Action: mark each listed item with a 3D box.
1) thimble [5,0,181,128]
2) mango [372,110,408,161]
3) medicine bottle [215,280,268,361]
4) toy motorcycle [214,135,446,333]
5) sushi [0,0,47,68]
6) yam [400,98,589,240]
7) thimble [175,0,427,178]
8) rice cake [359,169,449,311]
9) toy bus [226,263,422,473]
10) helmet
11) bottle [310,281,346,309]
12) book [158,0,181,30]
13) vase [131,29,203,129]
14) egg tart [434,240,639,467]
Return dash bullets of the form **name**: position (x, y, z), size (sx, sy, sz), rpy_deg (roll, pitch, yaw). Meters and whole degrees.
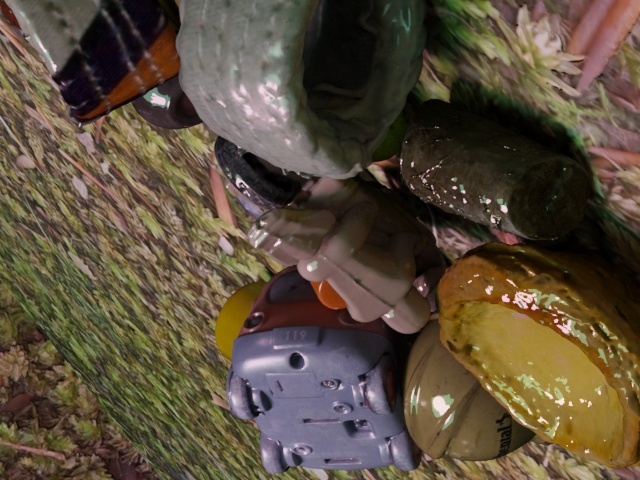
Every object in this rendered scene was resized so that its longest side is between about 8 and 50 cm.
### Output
- **thimble**: position (-0.254, -0.248, 1.800), size (0.237, 0.150, 0.237), rpy_deg (57, 174, 10)
- **mango**: position (0.015, -0.140, 1.699), size (0.163, 0.089, 0.117), rpy_deg (46, 164, 3)
- **medicine bottle**: position (-0.034, 0.150, 2.283), size (0.212, 0.122, 0.122), rpy_deg (31, 154, 37)
- **toy motorcycle**: position (0.027, -0.004, 1.683), size (0.341, 0.108, 0.223), rpy_deg (21, -146, -52)
- **sushi**: position (-0.385, -0.314, 2.210), size (0.320, 0.069, 0.339), rpy_deg (49, 160, -5)
- **yam**: position (0.153, -0.064, 1.555), size (0.183, 0.107, 0.107), rpy_deg (25, 150, 40)
- **thimble**: position (-0.021, -0.180, 1.515), size (0.172, 0.205, 0.250), rpy_deg (24, 125, 37)
- **rice cake**: position (0.023, -0.054, 1.877), size (0.365, 0.072, 0.056), rpy_deg (46, 158, -2)
- **toy bus**: position (0.016, 0.144, 2.046), size (0.197, 0.231, 0.294), rpy_deg (-4, 142, 17)
- **helmet**: position (0.164, 0.191, 1.941), size (0.204, 0.137, 0.257), rpy_deg (34, 156, 32)
- **bottle**: position (0.000, 0.000, 1.962), size (0.187, 0.069, 0.069), rpy_deg (60, 175, 48)
- **book**: position (-0.166, -0.299, 1.728), size (0.389, 0.032, 0.269), rpy_deg (48, 167, 45)
- **vase**: position (-0.186, -0.211, 1.960), size (0.183, 0.120, 0.120), rpy_deg (50, 165, 38)
- **egg tart**: position (0.244, 0.096, 1.636), size (0.294, 0.123, 0.294), rpy_deg (36, 158, 17)
